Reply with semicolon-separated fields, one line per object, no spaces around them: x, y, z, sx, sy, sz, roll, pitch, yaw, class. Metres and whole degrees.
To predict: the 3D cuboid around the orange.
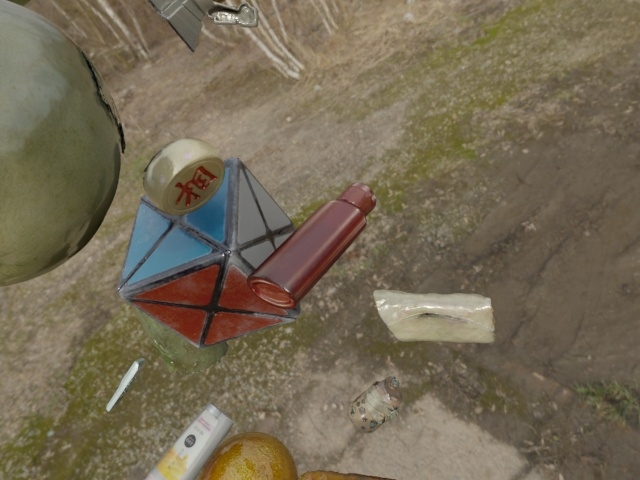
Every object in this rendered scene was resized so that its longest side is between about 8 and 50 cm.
-0.183;0.643;1.314;0.275;0.274;0.274;-22;34;15;orange

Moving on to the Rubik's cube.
-0.208;0.030;1.002;0.260;0.254;0.260;-21;46;16;Rubik's cube

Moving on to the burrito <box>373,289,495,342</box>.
0.286;0.188;1.271;0.300;0.143;0.105;0;39;13;burrito

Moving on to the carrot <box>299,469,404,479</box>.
0.102;0.478;0.960;0.315;0.066;0.066;0;43;26;carrot

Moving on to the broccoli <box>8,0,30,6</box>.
-0.644;-0.436;0.886;0.263;0.246;0.243;21;30;20;broccoli

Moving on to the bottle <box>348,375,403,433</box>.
0.144;0.401;1.236;0.152;0.099;0.098;-51;21;32;bottle

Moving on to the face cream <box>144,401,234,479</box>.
-0.330;0.537;1.245;0.107;0.073;0.269;23;65;39;face cream

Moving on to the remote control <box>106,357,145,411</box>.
-0.566;0.417;1.460;0.162;0.029;0.061;-56;-3;-2;remote control

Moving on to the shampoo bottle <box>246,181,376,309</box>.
0.000;0.000;0.817;0.102;0.064;0.260;9;44;42;shampoo bottle

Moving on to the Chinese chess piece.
-0.197;-0.092;0.736;0.122;0.122;0.051;-42;73;-16;Chinese chess piece

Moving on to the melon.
-0.354;-0.115;0.542;0.269;0.268;0.330;-25;59;11;melon

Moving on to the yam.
-0.388;0.208;1.369;0.195;0.299;0.195;-17;22;7;yam

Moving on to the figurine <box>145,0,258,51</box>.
-0.267;-0.608;1.177;0.309;0.308;0.143;-30;21;2;figurine
